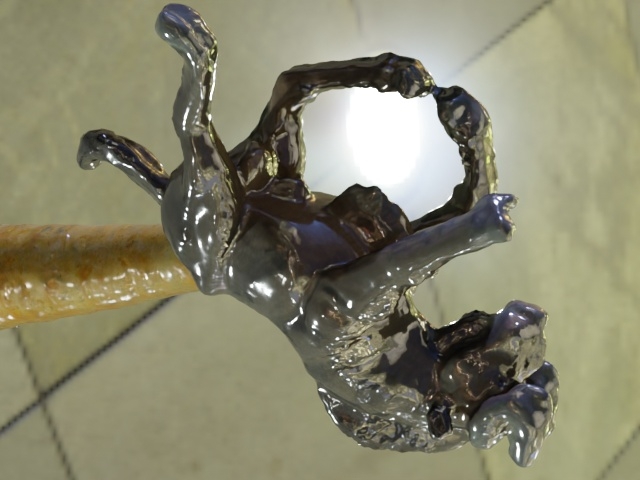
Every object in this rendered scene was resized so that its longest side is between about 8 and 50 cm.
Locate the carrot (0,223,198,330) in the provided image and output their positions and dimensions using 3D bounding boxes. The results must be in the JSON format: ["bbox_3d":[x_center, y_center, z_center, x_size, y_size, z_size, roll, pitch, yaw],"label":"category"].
[{"bbox_3d":[-0.133,0.017,1.195,0.078,0.298,0.078,15,73,-58],"label":"carrot"}]

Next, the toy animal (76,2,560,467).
[{"bbox_3d":[0.000,0.000,0.724,0.084,0.232,0.148,-43,161,-58],"label":"toy animal"}]
